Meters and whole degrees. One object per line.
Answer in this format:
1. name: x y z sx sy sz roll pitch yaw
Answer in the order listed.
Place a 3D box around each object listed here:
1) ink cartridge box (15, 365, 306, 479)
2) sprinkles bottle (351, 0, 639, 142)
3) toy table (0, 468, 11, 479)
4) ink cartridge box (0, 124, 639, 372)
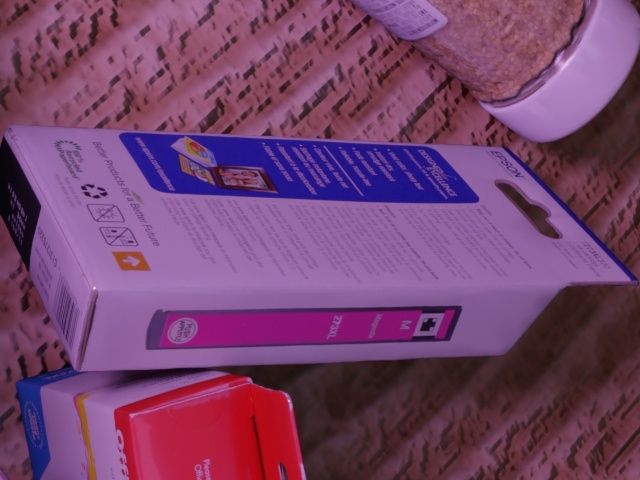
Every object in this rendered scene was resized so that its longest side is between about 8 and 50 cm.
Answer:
1. ink cartridge box: -0.090 0.144 0.889 0.078 0.231 0.134 -13 97 -29
2. sprinkles bottle: 0.052 -0.204 1.026 0.355 0.121 0.121 34 75 -25
3. toy table: -0.226 0.252 0.825 0.274 0.252 0.161 -31 110 22
4. ink cartridge box: 0.000 0.000 0.969 0.370 0.176 0.069 -2 124 -28
